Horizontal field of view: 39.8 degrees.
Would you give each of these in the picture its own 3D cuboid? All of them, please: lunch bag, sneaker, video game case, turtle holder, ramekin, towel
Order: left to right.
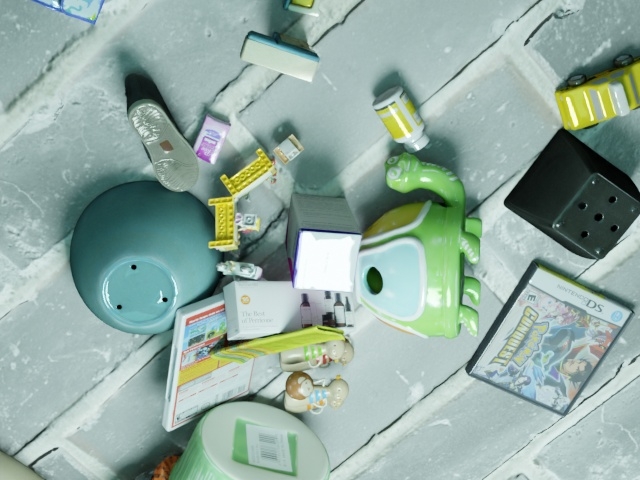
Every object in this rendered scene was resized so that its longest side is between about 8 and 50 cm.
[{"bbox_3d":[-0.425,-0.446,1.476,0.151,0.096,0.128,19,105,-27],"label":"lunch bag"},{"bbox_3d":[-0.281,-0.195,1.589,0.083,0.118,0.222,-21,136,0],"label":"sneaker"},{"bbox_3d":[-0.199,0.217,1.677,0.204,0.025,0.285,-19,135,-41],"label":"video game case"},{"bbox_3d":[-0.128,0.449,1.709,0.304,0.303,0.148,17,115,-12],"label":"ramekin"},{"bbox_3d":[-0.080,0.191,1.614,0.237,0.102,0.021,-17,72,28],"label":"towel"},{"bbox_3d":[0.180,0.026,1.629,0.228,0.243,0.320,2,127,12],"label":"turtle holder"},{"bbox_3d":[0.475,0.210,1.835,0.248,0.035,0.274,25,106,-14],"label":"video game case"}]

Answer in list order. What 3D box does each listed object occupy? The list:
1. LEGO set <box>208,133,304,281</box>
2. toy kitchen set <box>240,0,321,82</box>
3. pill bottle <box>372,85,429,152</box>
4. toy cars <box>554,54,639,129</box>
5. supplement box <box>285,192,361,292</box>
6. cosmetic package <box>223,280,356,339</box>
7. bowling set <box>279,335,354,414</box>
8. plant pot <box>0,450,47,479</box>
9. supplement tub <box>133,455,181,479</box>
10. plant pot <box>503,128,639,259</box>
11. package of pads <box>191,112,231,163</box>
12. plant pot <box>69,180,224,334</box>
[{"bbox_3d":[-0.124,-0.063,1.640,0.132,0.107,0.286,17,78,16],"label":"LEGO set"},{"bbox_3d":[-0.054,-0.376,1.474,0.122,0.207,0.166,16,107,-12],"label":"toy kitchen set"},{"bbox_3d":[0.151,-0.221,1.628,0.065,0.065,0.116,-33,109,7],"label":"pill bottle"},{"bbox_3d":[0.638,-0.239,1.660,0.394,0.087,0.176,16,108,-11],"label":"toy cars"},{"bbox_3d":[0.000,0.000,1.611,0.114,0.220,0.111,4,110,-9],"label":"supplement box"},{"bbox_3d":[-0.053,0.125,1.615,0.239,0.060,0.098,1,71,-29],"label":"cosmetic package"},{"bbox_3d":[0.002,0.256,1.724,0.154,0.200,0.286,-7,114,-5],"label":"bowling set"},{"bbox_3d":[-0.615,0.558,1.760,0.274,0.256,0.256,31,105,-31],"label":"plant pot"},{"bbox_3d":[-0.355,0.616,1.807,0.207,0.207,0.338,36,102,-17],"label":"supplement tub"},{"bbox_3d":[0.492,-0.068,1.666,0.188,0.167,0.187,32,104,-17],"label":"plant pot"},{"bbox_3d":[-0.201,-0.187,1.622,0.050,0.032,0.083,23,106,-11],"label":"package of pads"},{"bbox_3d":[-0.320,0.056,1.612,0.290,0.195,0.290,-2,110,-6],"label":"plant pot"}]
